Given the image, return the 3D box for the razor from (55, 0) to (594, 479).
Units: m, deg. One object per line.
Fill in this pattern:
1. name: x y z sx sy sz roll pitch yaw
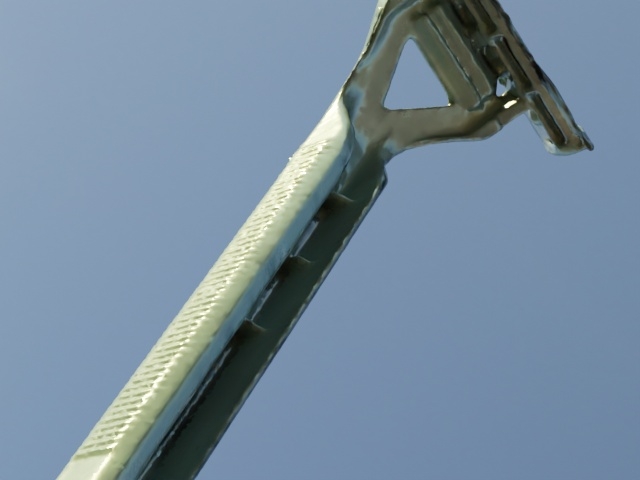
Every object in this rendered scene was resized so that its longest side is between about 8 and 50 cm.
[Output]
1. razor: -0.008 0.003 0.570 0.056 0.111 0.278 -13 -151 46
